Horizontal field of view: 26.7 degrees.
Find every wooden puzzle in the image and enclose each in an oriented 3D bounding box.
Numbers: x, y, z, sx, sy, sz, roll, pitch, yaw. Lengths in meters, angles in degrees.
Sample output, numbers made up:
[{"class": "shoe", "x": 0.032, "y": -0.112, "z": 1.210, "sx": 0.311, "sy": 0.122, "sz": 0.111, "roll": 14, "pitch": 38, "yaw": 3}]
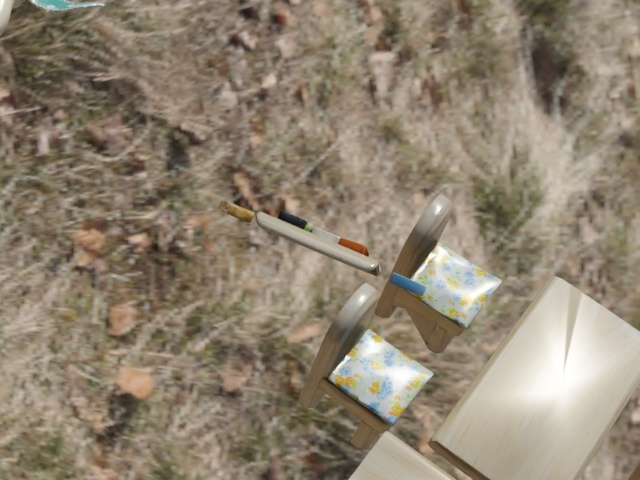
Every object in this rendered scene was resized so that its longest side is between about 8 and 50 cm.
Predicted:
[{"class": "wooden puzzle", "x": 0.000, "y": 0.000, "z": 0.714, "sx": 0.116, "sy": 0.078, "sz": 0.014, "roll": 23, "pitch": 90, "yaw": -2}]

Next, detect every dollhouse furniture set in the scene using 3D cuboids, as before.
[{"class": "dollhouse furniture set", "x": 0.157, "y": 0.167, "z": 1.082, "sx": 0.362, "sy": 0.256, "sz": 0.394, "roll": 35, "pitch": 55, "yaw": 10}]

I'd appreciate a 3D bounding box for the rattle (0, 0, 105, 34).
[{"class": "rattle", "x": -0.279, "y": -0.177, "z": 1.069, "sx": 0.199, "sy": 0.143, "sz": 0.130, "roll": -13, "pitch": 55, "yaw": -32}]
